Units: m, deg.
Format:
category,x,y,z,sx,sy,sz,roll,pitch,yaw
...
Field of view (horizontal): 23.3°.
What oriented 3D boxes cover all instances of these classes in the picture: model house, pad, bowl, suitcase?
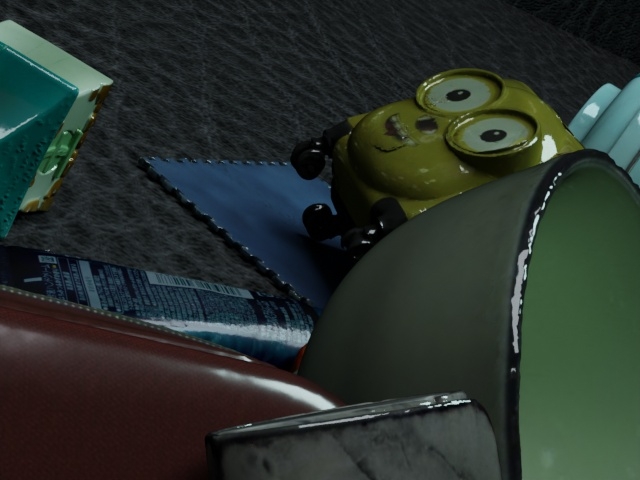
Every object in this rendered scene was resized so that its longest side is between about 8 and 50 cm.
category,x,y,z,sx,sy,sz,roll,pitch,yaw
model house,-0.234,-0.080,1.107,0.100,0.127,0.149,31,16,6
pad,0.000,0.000,1.409,0.270,0.012,0.269,40,22,29
bowl,0.086,0.139,0.819,0.185,0.353,0.354,-10,1,28
suitcase,0.111,-0.044,1.318,0.235,0.143,0.194,-16,33,-9

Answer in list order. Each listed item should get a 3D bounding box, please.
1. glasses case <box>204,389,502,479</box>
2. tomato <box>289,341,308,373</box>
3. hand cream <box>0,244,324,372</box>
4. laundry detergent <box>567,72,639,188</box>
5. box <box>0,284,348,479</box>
category,x,y,z,sx,sy,sz,roll,pitch,yaw
glasses case,0.027,0.208,0.544,0.114,0.299,0.060,-6,-4,-34
tomato,0.041,0.136,1.031,0.156,0.069,0.155,22,30,-13
hand cream,-0.093,0.056,1.081,0.271,0.061,0.120,15,21,-22
laundry detergent,0.354,0.004,1.481,0.305,0.287,0.287,34,20,13
box,-0.140,0.139,0.542,0.404,0.263,0.108,17,-19,-33
